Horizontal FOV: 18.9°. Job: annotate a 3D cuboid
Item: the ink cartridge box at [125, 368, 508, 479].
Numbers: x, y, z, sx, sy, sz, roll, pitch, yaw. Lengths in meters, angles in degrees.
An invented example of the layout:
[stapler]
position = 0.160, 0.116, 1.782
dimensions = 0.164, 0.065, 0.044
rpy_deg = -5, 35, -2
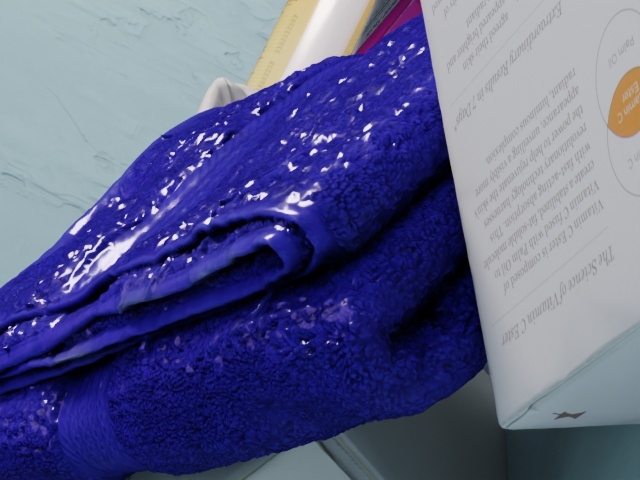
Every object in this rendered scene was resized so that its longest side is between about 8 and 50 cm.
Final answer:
[ink cartridge box]
position = -0.068, 0.145, 0.765
dimensions = 0.289, 0.121, 0.211
rpy_deg = -38, 15, 17

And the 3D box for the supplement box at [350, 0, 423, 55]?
[supplement box]
position = 0.110, -0.158, 0.972
dimensions = 0.220, 0.111, 0.114
rpy_deg = -67, 10, -24

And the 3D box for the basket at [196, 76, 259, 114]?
[basket]
position = 0.000, 0.000, 1.005
dimensions = 0.113, 0.167, 0.103
rpy_deg = -84, 16, -72

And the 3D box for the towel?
[towel]
position = -0.012, -0.013, 0.681
dimensions = 0.227, 0.076, 0.308
rpy_deg = -50, 17, -31

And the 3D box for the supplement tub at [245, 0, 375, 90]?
[supplement tub]
position = 0.034, -0.089, 1.137
dimensions = 0.200, 0.144, 0.144
rpy_deg = -63, 7, -3

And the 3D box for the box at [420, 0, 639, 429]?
[box]
position = 0.096, -0.051, 0.494
dimensions = 0.130, 0.091, 0.170
rpy_deg = 131, 134, -61
